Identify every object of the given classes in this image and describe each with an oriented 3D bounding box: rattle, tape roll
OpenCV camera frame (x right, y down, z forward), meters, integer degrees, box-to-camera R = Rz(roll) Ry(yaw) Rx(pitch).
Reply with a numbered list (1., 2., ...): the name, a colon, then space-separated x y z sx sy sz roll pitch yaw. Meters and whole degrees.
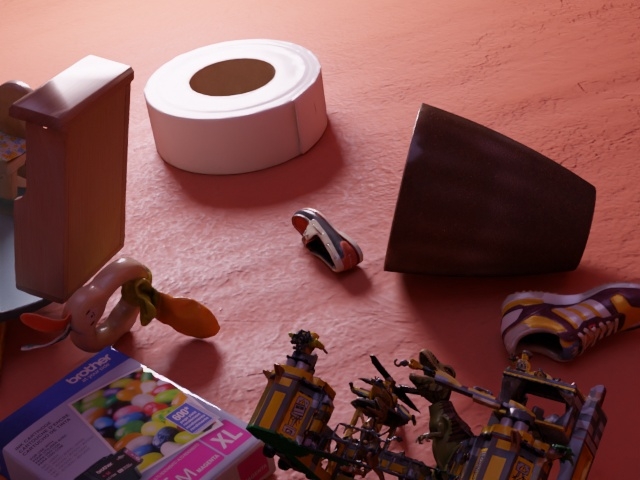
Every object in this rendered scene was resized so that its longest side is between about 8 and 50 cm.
1. rattle: -0.236 0.107 1.329 0.143 0.130 0.200 45 19 10
2. tape roll: -0.132 -0.217 1.811 0.286 0.100 0.286 -5 33 3

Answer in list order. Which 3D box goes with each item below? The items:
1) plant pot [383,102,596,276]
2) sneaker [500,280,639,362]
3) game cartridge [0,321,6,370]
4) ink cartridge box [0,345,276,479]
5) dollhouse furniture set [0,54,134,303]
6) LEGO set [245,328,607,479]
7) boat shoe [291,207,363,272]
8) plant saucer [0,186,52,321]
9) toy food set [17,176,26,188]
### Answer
1. plant pot: 0.213 -0.041 1.408 0.230 0.215 0.215 13 37 6
2. sneaker: 0.298 0.100 1.288 0.185 0.069 0.084 -7 42 12
3. game cartridge: -0.561 0.125 1.442 0.324 0.052 0.285 -12 34 -2
4. ink cartridge box: -0.224 0.217 1.221 0.311 0.065 0.186 20 42 38
5. dollhouse furniture set: -0.451 -0.117 1.410 0.394 0.256 0.362 17 32 13
6. LEGO set: 0.115 0.156 1.060 0.331 0.255 0.192 7 62 40
7. boat shoe: 0.000 0.000 1.509 0.043 0.049 0.137 -28 43 -24
8. plant saucer: -0.455 0.020 1.473 0.318 0.043 0.317 6 31 -4
9. toy food set: -0.527 -0.104 1.752 0.220 0.092 0.306 -35 40 -17
